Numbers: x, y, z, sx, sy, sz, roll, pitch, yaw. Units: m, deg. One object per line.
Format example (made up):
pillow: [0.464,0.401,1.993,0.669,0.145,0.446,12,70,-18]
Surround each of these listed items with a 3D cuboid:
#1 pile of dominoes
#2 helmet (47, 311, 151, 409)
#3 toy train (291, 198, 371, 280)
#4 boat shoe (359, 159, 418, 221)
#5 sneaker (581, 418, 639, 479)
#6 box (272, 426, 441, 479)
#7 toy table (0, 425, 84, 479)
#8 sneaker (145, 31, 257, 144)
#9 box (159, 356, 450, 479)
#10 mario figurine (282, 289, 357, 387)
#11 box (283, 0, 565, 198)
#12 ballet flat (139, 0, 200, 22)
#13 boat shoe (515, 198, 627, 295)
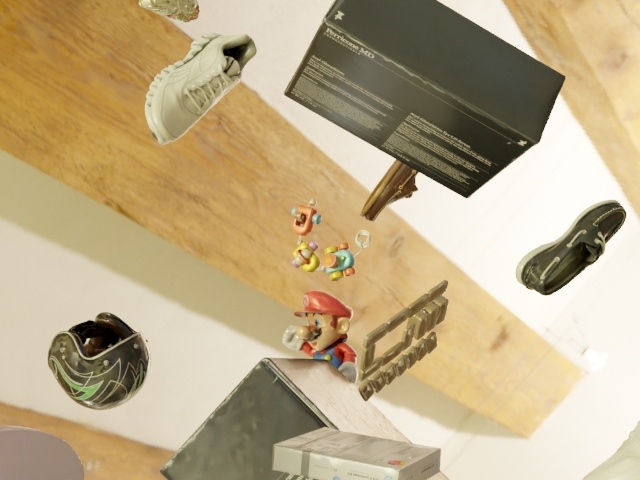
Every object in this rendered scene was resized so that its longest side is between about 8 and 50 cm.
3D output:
pile of dominoes: [0.146,0.183,1.709,0.251,0.040,0.195,-30,-39,-36]
helmet: [-0.383,0.219,1.611,0.169,0.162,0.169,-50,-20,-26]
toy train: [0.000,0.000,1.587,0.046,0.166,0.125,16,-84,-58]
boat shoe: [0.154,-0.115,1.688,0.207,0.073,0.073,-55,5,9]
sneaker: [0.348,0.183,0.870,0.235,0.094,0.090,-27,-25,3]
box: [0.051,0.295,1.230,0.145,0.186,0.038,1,-89,-62]
toy table: [-0.419,0.283,0.994,0.274,0.161,0.252,5,-91,-52]
sneaker: [-0.220,-0.292,1.679,0.110,0.118,0.292,59,-133,-36]
box: [0.027,0.483,1.734,0.297,0.472,0.480,-46,-16,4]
mario figurine: [-0.003,0.275,2.121,0.198,0.320,0.170,-12,-5,15]
box: [0.111,-0.176,1.033,0.103,0.261,0.184,-63,7,-20]
ballet flat: [-0.281,-0.422,1.460,0.241,0.091,0.077,50,-131,-46]
boat shoe: [0.575,0.022,2.009,0.303,0.091,0.114,-38,-53,-9]
